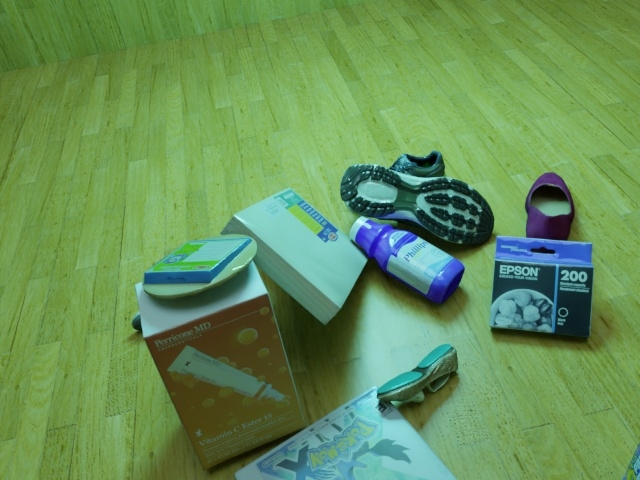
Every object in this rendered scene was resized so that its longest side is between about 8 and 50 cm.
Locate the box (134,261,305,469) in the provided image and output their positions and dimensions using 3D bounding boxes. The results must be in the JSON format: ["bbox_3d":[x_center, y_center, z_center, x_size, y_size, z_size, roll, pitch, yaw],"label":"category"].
[{"bbox_3d":[-0.180,0.221,1.096,0.215,0.345,0.168,-20,33,-11],"label":"box"}]

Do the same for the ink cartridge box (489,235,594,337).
[{"bbox_3d":[0.479,0.096,1.273,0.206,0.045,0.208,4,82,15],"label":"ink cartridge box"}]

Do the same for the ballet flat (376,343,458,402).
[{"bbox_3d":[0.204,0.283,1.178,0.206,0.067,0.073,-26,7,-24],"label":"ballet flat"}]

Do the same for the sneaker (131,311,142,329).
[{"bbox_3d":[-0.365,0.194,1.387,0.166,0.065,0.076,-11,46,0],"label":"sneaker"}]

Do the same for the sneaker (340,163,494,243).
[{"bbox_3d":[0.249,-0.096,1.536,0.410,0.182,0.158,18,88,0],"label":"sneaker"}]

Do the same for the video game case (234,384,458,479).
[{"bbox_3d":[0.054,0.449,1.049,0.329,0.036,0.300,-27,45,-19],"label":"video game case"}]

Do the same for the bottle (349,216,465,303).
[{"bbox_3d":[0.199,0.036,1.407,0.283,0.092,0.118,33,50,25],"label":"bottle"}]

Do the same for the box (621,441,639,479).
[{"bbox_3d":[0.657,0.434,0.857,0.290,0.177,0.279,-6,41,4],"label":"box"}]

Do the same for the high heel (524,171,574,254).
[{"bbox_3d":[0.575,-0.098,1.453,0.127,0.181,0.377,5,44,16],"label":"high heel"}]

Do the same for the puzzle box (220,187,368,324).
[{"bbox_3d":[-0.033,0.013,1.293,0.272,0.052,0.409,41,18,2],"label":"puzzle box"}]

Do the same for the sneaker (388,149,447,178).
[{"bbox_3d":[0.215,-0.180,1.652,0.300,0.121,0.111,-17,42,-9],"label":"sneaker"}]

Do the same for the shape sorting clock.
[{"bbox_3d":[-0.207,0.043,1.016,0.206,0.040,0.206,-12,21,5],"label":"shape sorting clock"}]
